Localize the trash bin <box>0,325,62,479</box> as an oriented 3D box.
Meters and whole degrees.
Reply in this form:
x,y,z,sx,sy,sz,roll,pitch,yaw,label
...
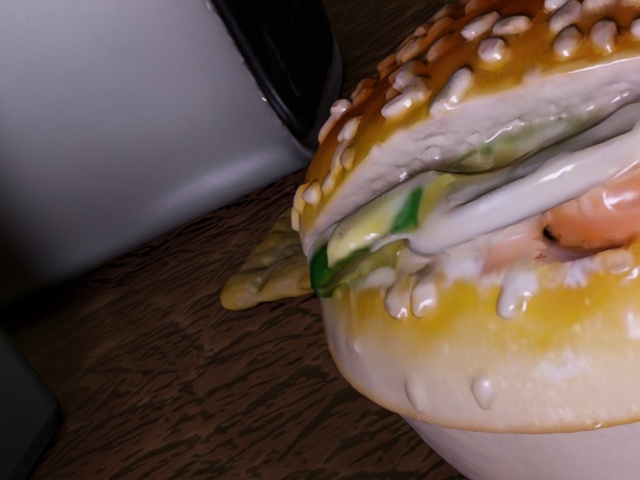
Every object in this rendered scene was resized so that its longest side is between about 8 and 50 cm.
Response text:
x,y,z,sx,sy,sz,roll,pitch,yaw,label
-0.302,0.007,0.635,0.222,0.343,0.158,-21,19,25,trash bin

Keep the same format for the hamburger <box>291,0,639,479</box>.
x,y,z,sx,sy,sz,roll,pitch,yaw,label
0.101,-0.021,0.429,0.236,0.147,0.237,-24,19,9,hamburger

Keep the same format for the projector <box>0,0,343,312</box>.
x,y,z,sx,sy,sz,roll,pitch,yaw,label
-0.152,-0.127,0.883,0.249,0.248,0.249,-24,20,15,projector

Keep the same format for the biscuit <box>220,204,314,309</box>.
x,y,z,sx,sy,sz,roll,pitch,yaw,label
0.000,0.000,0.706,0.081,0.018,0.083,-15,24,37,biscuit
